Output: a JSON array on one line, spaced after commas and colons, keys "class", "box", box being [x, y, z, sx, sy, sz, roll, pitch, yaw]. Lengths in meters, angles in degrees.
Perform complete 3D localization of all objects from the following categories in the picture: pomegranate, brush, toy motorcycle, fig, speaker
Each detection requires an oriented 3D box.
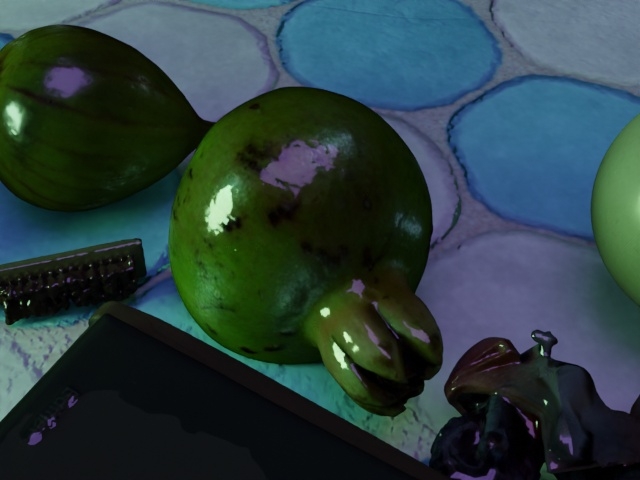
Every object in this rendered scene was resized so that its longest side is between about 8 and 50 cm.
[{"class": "pomegranate", "box": [-0.014, -0.003, 0.640, 0.189, 0.159, 0.241, 2, 51, 1]}, {"class": "brush", "box": [-0.247, 0.042, 0.664, 0.247, 0.043, 0.036, -10, 46, -12]}, {"class": "toy motorcycle", "box": [0.166, 0.112, 0.587, 0.212, 0.084, 0.118, 1, 44, -12]}, {"class": "fig", "box": [-0.142, -0.083, 0.764, 0.259, 0.151, 0.151, 13, 40, -28]}, {"class": "speaker", "box": [-0.052, 0.172, 0.451, 0.230, 0.193, 0.153, 25, 49, 15]}]

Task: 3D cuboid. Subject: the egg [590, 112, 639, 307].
[{"class": "egg", "box": [0.313, -0.021, 0.646, 0.253, 0.189, 0.189, -2, 46, -12]}]
